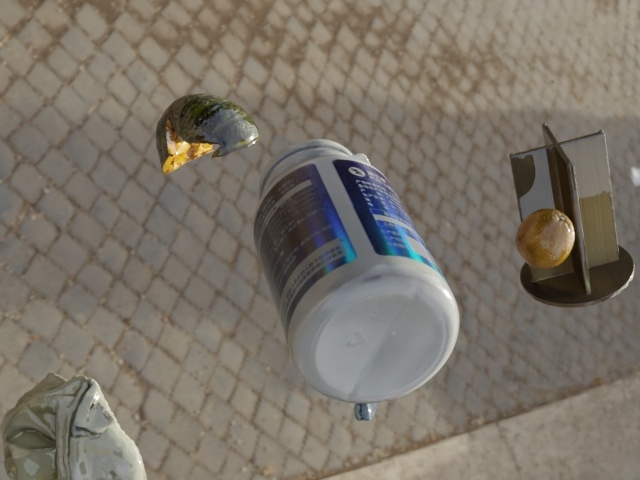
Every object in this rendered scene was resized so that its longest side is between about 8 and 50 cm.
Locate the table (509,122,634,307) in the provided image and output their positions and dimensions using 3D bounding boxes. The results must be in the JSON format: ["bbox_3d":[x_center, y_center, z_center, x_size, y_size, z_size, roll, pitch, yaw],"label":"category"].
[{"bbox_3d":[0.352,-0.043,1.468,0.167,0.167,0.227,-55,137,-46],"label":"table"}]

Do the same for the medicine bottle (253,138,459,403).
[{"bbox_3d":[0.014,0.011,0.689,0.107,0.107,0.191,33,20,-31],"label":"medicine bottle"}]

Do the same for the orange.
[{"bbox_3d":[0.299,-0.003,1.370,0.085,0.085,0.085,24,54,-37],"label":"orange"}]

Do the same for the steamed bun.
[{"bbox_3d":[-0.341,0.282,1.353,0.144,0.211,0.218,-26,78,-31],"label":"steamed bun"}]

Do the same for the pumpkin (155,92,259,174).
[{"bbox_3d":[-0.186,-0.174,1.586,0.119,0.183,0.108,-30,105,-47],"label":"pumpkin"}]

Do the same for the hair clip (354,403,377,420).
[{"bbox_3d":[0.040,0.177,1.277,0.083,0.275,0.048,-7,93,-10],"label":"hair clip"}]
